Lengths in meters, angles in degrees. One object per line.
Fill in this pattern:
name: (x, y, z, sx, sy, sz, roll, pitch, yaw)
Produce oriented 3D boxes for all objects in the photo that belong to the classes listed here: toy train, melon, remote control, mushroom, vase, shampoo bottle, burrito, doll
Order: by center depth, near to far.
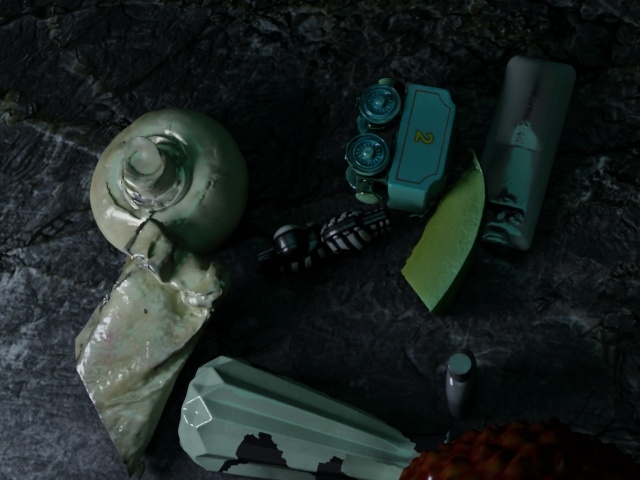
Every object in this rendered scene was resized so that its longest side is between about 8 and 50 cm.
shampoo bottle: (0.193, 0.190, 1.568, 0.040, 0.165, 0.079, 10, 70, 11)
vase: (-0.007, 0.272, 1.578, 0.360, 0.165, 0.165, 14, 71, 8)
burrito: (-0.260, 0.148, 1.639, 0.175, 0.107, 0.347, 25, 93, 14)
melon: (0.194, -0.014, 1.702, 0.114, 0.053, 0.261, 14, 78, 41)
doll: (0.000, 0.000, 1.710, 0.219, 0.091, 0.067, -21, 73, -1)
mushroom: (-0.234, -0.085, 1.721, 0.246, 0.202, 0.246, -4, 76, 15)
toy train: (0.125, -0.144, 1.742, 0.163, 0.112, 0.203, 11, 72, 6)
remote control: (0.304, -0.143, 1.746, 0.109, 0.055, 0.312, 14, 72, 13)

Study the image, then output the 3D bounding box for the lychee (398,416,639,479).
lychee: (0.253, 0.405, 1.350, 0.425, 0.424, 0.499, 3, 48, 9)
